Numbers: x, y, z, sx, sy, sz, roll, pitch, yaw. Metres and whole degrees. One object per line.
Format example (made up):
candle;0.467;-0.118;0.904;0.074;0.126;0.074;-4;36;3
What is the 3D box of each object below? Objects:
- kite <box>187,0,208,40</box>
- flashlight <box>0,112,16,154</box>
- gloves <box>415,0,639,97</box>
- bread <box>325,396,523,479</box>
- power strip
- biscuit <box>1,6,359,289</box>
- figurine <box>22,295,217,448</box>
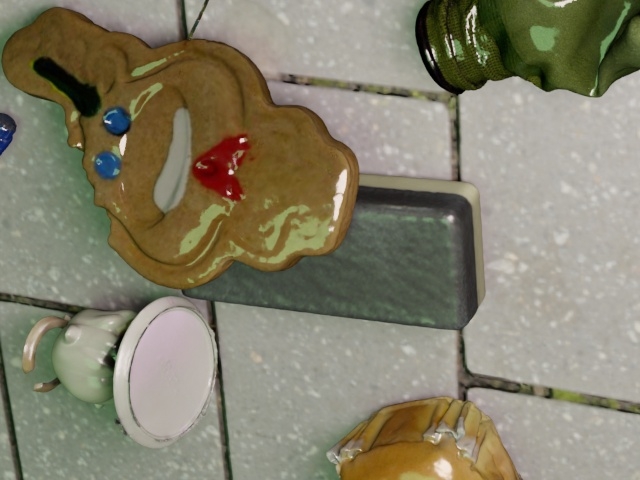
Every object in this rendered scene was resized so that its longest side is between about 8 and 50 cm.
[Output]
kite;-0.077;-0.186;1.425;0.044;0.002;0.078;10;92;32
flashlight;-0.296;-0.065;1.604;0.121;0.057;0.035;-48;55;32
gloves;0.181;-0.162;1.279;0.268;0.107;0.135;-9;108;48
bread;0.108;0.251;1.563;0.136;0.107;0.241;-14;113;28
power strip;0.000;0.000;1.484;0.257;0.070;0.105;5;117;21
biscuit;-0.119;-0.076;1.457;0.320;0.047;0.183;42;101;18
figurine;-0.183;0.104;1.609;0.154;0.132;0.132;7;122;35
